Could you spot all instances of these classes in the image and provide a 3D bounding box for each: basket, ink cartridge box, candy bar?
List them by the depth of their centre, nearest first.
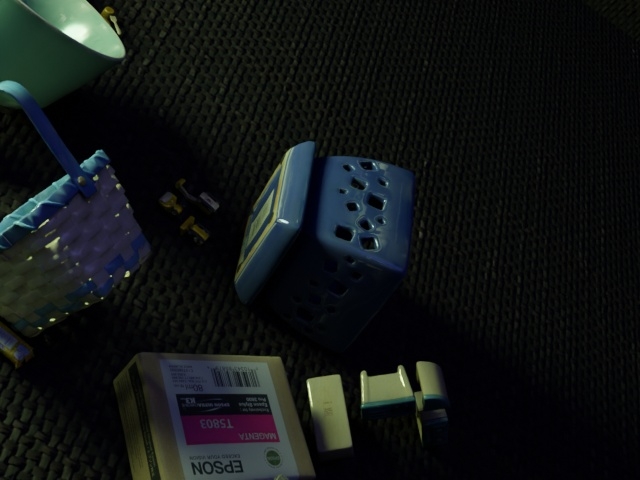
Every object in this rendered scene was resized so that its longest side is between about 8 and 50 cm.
[{"bbox_3d":[-0.383,-0.037,1.368,0.289,0.254,0.201,53,38,-19],"label":"basket"},{"bbox_3d":[-0.437,0.105,1.372,0.161,0.018,0.040,40,43,-5],"label":"candy bar"},{"bbox_3d":[-0.142,0.254,1.436,0.234,0.088,0.193,6,52,-37],"label":"ink cartridge box"}]

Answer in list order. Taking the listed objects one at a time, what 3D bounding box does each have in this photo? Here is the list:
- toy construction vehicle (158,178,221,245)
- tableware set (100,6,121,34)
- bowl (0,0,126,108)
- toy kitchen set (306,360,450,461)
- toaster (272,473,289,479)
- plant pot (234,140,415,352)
[{"bbox_3d":[-0.205,-0.044,1.688,0.098,0.035,0.086,39,51,-2],"label":"toy construction vehicle"},{"bbox_3d":[-0.418,-0.386,1.810,0.154,0.024,0.104,1,52,-38],"label":"tableware set"},{"bbox_3d":[-0.454,-0.309,1.557,0.311,0.163,0.311,40,13,-12],"label":"bowl"},{"bbox_3d":[0.094,0.286,1.626,0.207,0.166,0.122,-8,54,-1],"label":"toy kitchen set"},{"bbox_3d":[-0.073,0.392,1.310,0.110,0.168,0.186,43,40,1],"label":"toaster"},{"bbox_3d":[0.000,0.000,1.671,0.212,0.236,0.236,22,44,-14],"label":"plant pot"}]
